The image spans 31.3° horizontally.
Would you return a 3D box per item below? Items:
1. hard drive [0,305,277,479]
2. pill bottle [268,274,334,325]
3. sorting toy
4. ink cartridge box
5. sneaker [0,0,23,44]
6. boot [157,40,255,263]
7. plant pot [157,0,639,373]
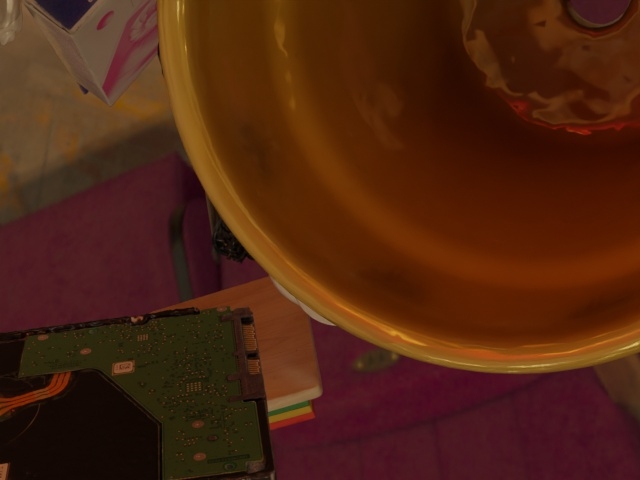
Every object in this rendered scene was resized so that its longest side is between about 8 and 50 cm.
[{"bbox_3d":[-0.206,0.147,0.847,0.338,0.237,0.064,-8,118,-5],"label":"hard drive"},{"bbox_3d":[0.000,0.000,1.207,0.131,0.229,0.131,-4,110,-11],"label":"pill bottle"},{"bbox_3d":[-0.128,0.191,1.747,0.257,0.255,0.089,-17,131,5],"label":"sorting toy"},{"bbox_3d":[-0.129,-0.284,1.112,0.071,0.330,0.324,39,83,3],"label":"ink cartridge box"},{"bbox_3d":[-0.336,-0.201,1.074,0.092,0.087,0.229,24,100,-34],"label":"sneaker"},{"bbox_3d":[0.013,-0.067,0.832,0.246,0.207,0.094,1,140,-31],"label":"boot"},{"bbox_3d":[0.098,-0.100,0.494,0.254,0.239,0.254,7,107,23],"label":"plant pot"}]
